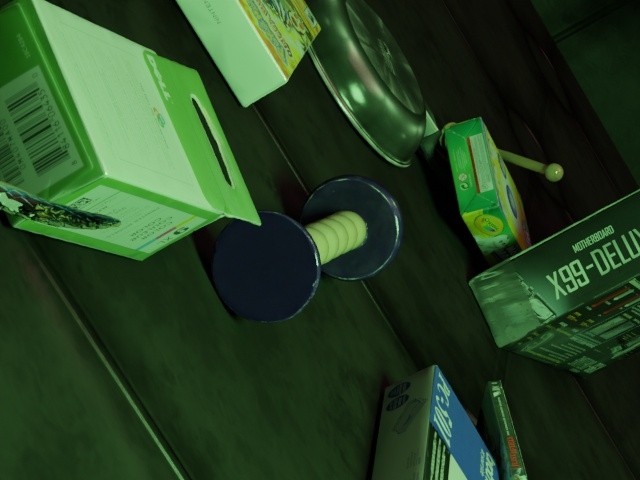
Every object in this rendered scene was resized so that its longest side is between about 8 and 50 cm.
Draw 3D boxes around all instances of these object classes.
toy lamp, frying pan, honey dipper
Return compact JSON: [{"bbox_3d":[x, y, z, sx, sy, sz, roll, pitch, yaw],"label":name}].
[{"bbox_3d":[0.000,0.000,1.333,0.080,0.080,0.274,62,17,3],"label":"toy lamp"},{"bbox_3d":[0.076,-0.111,1.820,0.326,0.053,0.197,51,20,-23],"label":"frying pan"},{"bbox_3d":[0.180,-0.084,1.957,0.160,0.030,0.030,25,-18,48],"label":"honey dipper"}]

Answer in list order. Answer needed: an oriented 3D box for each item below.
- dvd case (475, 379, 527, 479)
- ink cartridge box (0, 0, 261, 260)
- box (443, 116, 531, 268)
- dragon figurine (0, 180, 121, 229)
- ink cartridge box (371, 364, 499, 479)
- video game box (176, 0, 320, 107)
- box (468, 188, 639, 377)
[{"bbox_3d":[0.132,0.176,1.461,0.119,0.013,0.087,-102,-164,-47],"label":"dvd case"},{"bbox_3d":[-0.115,-0.054,1.085,0.109,0.062,0.209,65,16,15],"label":"ink cartridge box"},{"bbox_3d":[0.168,-0.028,1.907,0.179,0.043,0.105,58,20,-57],"label":"box"},{"bbox_3d":[-0.195,-0.044,0.776,0.289,0.085,0.144,48,20,-37],"label":"dragon figurine"},{"bbox_3d":[0.078,0.172,1.329,0.097,0.046,0.207,58,15,-15],"label":"ink cartridge box"},{"bbox_3d":[-0.080,-0.218,1.509,0.205,0.048,0.187,58,19,-12],"label":"video game box"},{"bbox_3d":[0.306,0.036,1.917,0.307,0.242,0.077,21,43,-65],"label":"box"}]
